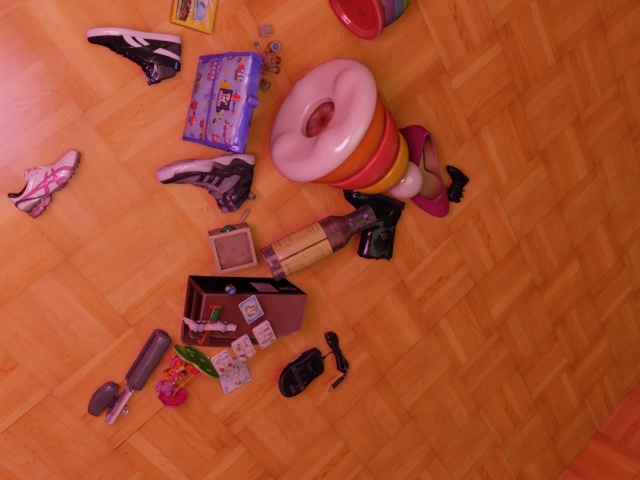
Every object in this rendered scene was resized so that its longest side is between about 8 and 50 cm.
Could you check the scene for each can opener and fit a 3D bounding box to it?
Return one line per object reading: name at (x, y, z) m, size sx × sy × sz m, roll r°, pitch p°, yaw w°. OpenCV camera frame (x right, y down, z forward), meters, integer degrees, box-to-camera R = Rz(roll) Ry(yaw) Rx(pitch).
can opener at (-0.502, 0.359, 1.427) m, size 0.093 × 0.074 × 0.280 m, roll 40°, pitch 81°, yaw -30°

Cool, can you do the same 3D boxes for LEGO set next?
LEGO set at (-0.234, 0.220, 1.397) m, size 0.182 × 0.060 × 0.244 m, roll -33°, pitch 131°, yaw -17°

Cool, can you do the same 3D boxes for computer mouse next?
computer mouse at (-0.024, 0.427, 1.725) m, size 0.262 × 0.060 × 0.184 m, roll -38°, pitch 114°, yaw -29°

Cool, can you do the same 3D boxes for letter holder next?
letter holder at (-0.218, 0.224, 1.511) m, size 0.302 × 0.152 × 0.214 m, roll 4°, pitch 102°, yaw -30°

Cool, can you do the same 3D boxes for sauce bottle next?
sauce bottle at (0.000, 0.000, 1.565) m, size 0.344 × 0.111 × 0.111 m, roll -25°, pitch 114°, yaw -8°

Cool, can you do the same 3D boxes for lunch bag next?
lunch bag at (-0.210, -0.326, 1.295) m, size 0.138 × 0.293 × 0.221 m, roll 10°, pitch 97°, yaw -31°

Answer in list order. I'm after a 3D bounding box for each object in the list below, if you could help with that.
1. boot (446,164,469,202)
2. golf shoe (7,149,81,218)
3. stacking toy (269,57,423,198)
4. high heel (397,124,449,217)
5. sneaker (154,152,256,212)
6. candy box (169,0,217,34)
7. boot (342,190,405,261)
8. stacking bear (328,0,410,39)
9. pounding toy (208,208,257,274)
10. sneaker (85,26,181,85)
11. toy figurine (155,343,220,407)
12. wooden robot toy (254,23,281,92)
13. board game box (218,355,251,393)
boot at (0.457, -0.191, 1.851) m, size 0.121 × 0.045 × 0.099 m, roll 30°, pitch 87°, yaw -35°
golf shoe at (-0.630, -0.143, 1.236) m, size 0.086 × 0.067 × 0.186 m, roll 42°, pitch 81°, yaw -29°
stacking toy at (0.126, -0.246, 1.519) m, size 0.480 × 0.351 × 0.350 m, roll 28°, pitch 88°, yaw -43°
high heel at (0.349, -0.201, 1.706) m, size 0.127 × 0.181 × 0.377 m, roll -48°, pitch 120°, yaw -11°
sneaker at (-0.287, -0.141, 1.408) m, size 0.269 × 0.101 × 0.153 m, roll -14°, pitch 106°, yaw -29°
candy box at (-0.302, -0.627, 1.326) m, size 0.105 × 0.027 × 0.205 m, roll 6°, pitch 99°, yaw -34°
boot at (0.153, -0.046, 1.684) m, size 0.246 × 0.094 × 0.207 m, roll 14°, pitch 91°, yaw -37°
stacking bear at (0.192, -0.715, 1.515) m, size 0.289 × 0.175 × 0.164 m, roll -48°, pitch 118°, yaw -19°
pounding toy at (-0.238, 0.001, 1.488) m, size 0.130 × 0.100 × 0.141 m, roll -14°, pitch 107°, yaw -11°
sneaker at (-0.432, -0.429, 1.269) m, size 0.217 × 0.079 × 0.121 m, roll -6°, pitch 103°, yaw -30°
toy figurine at (-0.388, 0.383, 1.472) m, size 0.159 × 0.130 × 0.173 m, roll -48°, pitch 137°, yaw 0°
wooden robot toy at (-0.131, -0.482, 1.428) m, size 0.076 × 0.079 × 0.173 m, roll -1°, pitch 103°, yaw -29°
board game box at (-0.261, 0.398, 1.604) m, size 0.090 × 0.020 × 0.090 m, roll -24°, pitch 113°, yaw -23°
